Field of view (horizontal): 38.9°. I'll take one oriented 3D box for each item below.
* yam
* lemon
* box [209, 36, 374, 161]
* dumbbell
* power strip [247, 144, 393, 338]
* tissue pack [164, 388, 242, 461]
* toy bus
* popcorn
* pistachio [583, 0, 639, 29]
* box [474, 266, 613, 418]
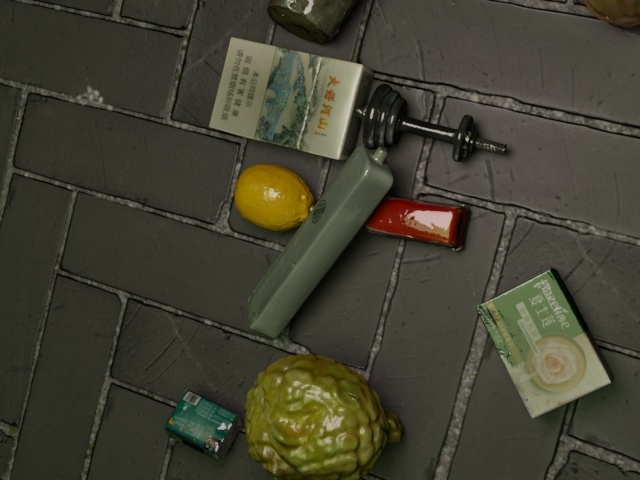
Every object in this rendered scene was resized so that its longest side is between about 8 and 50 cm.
[{"bbox_3d":[0.019,-0.457,1.508,0.154,0.154,0.254,34,98,18],"label":"yam"},{"bbox_3d":[-0.079,-0.072,1.554,0.155,0.114,0.114,23,97,17],"label":"lemon"},{"bbox_3d":[-0.052,-0.243,1.569,0.256,0.069,0.164,16,95,21],"label":"box"},{"bbox_3d":[0.175,-0.179,1.467,0.254,0.110,0.110,17,95,15],"label":"dumbbell"},{"bbox_3d":[-0.001,0.000,1.497,0.062,0.091,0.385,27,115,-23],"label":"power strip"},{"bbox_3d":[-0.207,0.335,1.619,0.111,0.079,0.085,21,61,19],"label":"tissue pack"},{"bbox_3d":[0.150,-0.034,1.483,0.174,0.077,0.079,10,92,21],"label":"toy bus"},{"bbox_3d":[0.007,0.298,1.481,0.237,0.251,0.206,-28,51,52],"label":"popcorn"},{"bbox_3d":[0.443,-0.410,1.353,0.131,0.129,0.206,-21,74,4],"label":"pistachio"},{"bbox_3d":[0.347,0.157,1.406,0.135,0.081,0.199,-30,81,18],"label":"box"}]
